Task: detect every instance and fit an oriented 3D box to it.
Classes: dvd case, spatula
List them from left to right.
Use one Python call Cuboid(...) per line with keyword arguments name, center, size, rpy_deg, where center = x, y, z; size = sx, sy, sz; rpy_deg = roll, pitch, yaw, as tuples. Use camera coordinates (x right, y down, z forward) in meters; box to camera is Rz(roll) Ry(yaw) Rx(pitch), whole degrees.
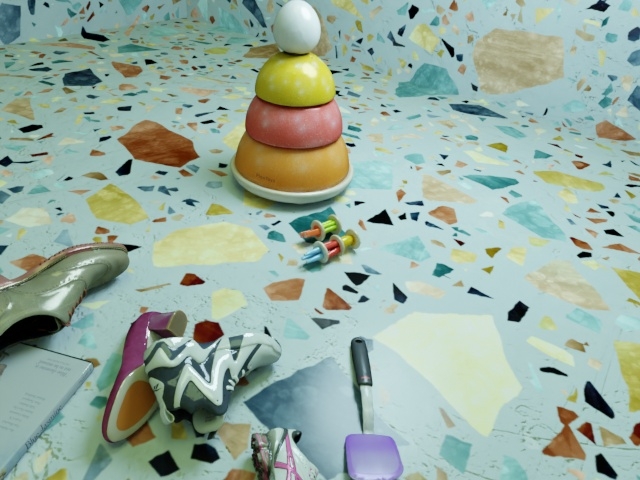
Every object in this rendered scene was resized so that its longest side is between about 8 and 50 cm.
Cuboid(name="dvd case", center=(-0.497, 0.258, 0.763), size=(0.180, 0.022, 0.253), rpy_deg=(13, 35, 9))
Cuboid(name="spatula", center=(0.077, 0.265, 0.839), size=(0.084, 0.030, 0.296), rpy_deg=(4, 34, -5))

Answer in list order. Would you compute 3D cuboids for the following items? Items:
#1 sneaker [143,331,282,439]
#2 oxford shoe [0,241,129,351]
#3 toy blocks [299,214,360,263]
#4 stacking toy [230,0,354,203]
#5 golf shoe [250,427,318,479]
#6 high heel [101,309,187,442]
Cuboid(name="sneaker", center=(-0.155, 0.234, 0.806), size=(0.235, 0.094, 0.153), rpy_deg=(10, 52, -42))
Cuboid(name="oxford shoe", center=(-0.477, 0.109, 0.915), size=(0.130, 0.123, 0.348), rpy_deg=(42, 38, 13))
Cuboid(name="toy blocks", center=(0.000, 0.000, 1.185), size=(0.148, 0.054, 0.123), rpy_deg=(-21, 44, -33))
Cuboid(name="stacking toy", center=(-0.060, -0.368, 1.330), size=(0.351, 0.479, 0.350), rpy_deg=(5, 35, -3))
Cuboid(name="golf shoe", center=(-0.036, 0.334, 0.690), size=(0.086, 0.067, 0.186), rpy_deg=(-6, 36, -20))
Cuboid(name="high heel", center=(-0.313, 0.215, 0.833), size=(0.117, 0.082, 0.244), rpy_deg=(-14, 42, 27))
